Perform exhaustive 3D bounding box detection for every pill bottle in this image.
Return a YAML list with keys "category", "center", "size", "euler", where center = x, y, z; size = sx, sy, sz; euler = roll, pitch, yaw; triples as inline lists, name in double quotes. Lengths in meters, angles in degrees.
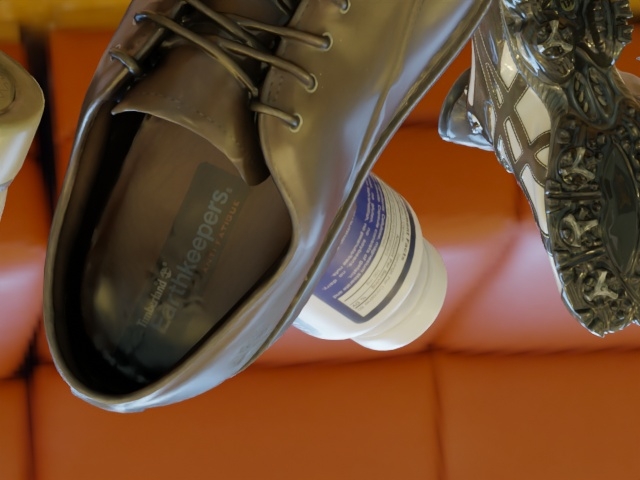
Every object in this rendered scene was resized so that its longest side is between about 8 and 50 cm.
- category: "pill bottle"
  center: [0.000, 0.000, 1.237]
  size: [0.112, 0.112, 0.186]
  euler: [-20, 147, 25]

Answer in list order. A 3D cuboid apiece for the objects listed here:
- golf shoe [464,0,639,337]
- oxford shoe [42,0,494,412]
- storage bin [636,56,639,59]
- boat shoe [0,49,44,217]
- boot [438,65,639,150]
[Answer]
- category: "golf shoe"
  center: [0.120, -0.051, 0.957]
  size: [0.077, 0.198, 0.094]
  euler: [-9, 180, -23]
- category: "oxford shoe"
  center: [-0.006, -0.055, 0.461]
  size: [0.083, 0.227, 0.096]
  euler: [22, -163, 7]
- category: "storage bin"
  center: [0.257, -0.085, 1.105]
  size: [0.135, 0.091, 0.098]
  euler: [-20, -179, -34]
- category: "boat shoe"
  center: [-0.240, -0.055, 0.583]
  size: [0.302, 0.113, 0.103]
  euler: [25, 112, 3]
- category: "boot"
  center: [0.267, -0.074, 1.384]
  size: [0.338, 0.223, 0.118]
  euler: [1, 117, -40]
